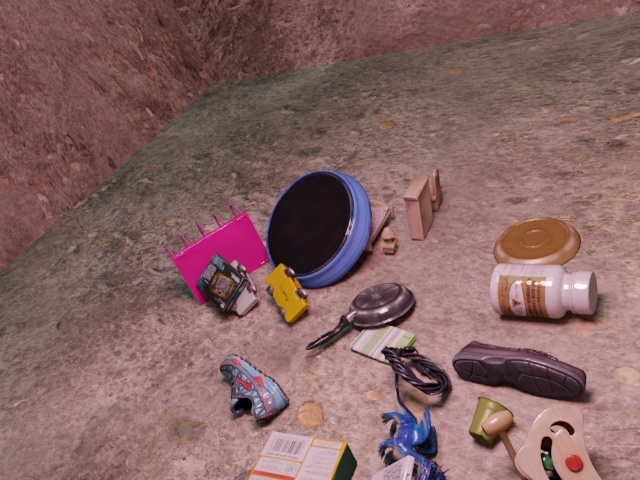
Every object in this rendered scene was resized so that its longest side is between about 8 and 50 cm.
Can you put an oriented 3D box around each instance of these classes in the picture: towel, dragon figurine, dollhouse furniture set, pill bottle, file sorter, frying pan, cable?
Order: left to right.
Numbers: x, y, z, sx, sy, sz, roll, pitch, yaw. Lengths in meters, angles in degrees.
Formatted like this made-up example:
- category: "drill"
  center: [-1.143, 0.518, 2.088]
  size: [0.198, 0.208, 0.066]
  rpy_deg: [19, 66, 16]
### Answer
- category: "file sorter"
  center: [-0.365, 0.036, 2.254]
  size: [0.291, 0.202, 0.182]
  rpy_deg: [-33, 30, -14]
- category: "frying pan"
  center: [0.105, 0.195, 1.826]
  size: [0.326, 0.053, 0.197]
  rpy_deg: [-18, 20, 6]
- category: "dollhouse furniture set"
  center: [0.179, -0.129, 2.104]
  size: [0.356, 0.173, 0.303]
  rpy_deg: [8, 42, 27]
- category: "towel"
  center: [0.165, 0.272, 1.723]
  size: [0.152, 0.023, 0.113]
  rpy_deg: [16, 51, 43]
- category: "dragon figurine"
  center: [0.208, 0.418, 1.412]
  size: [0.144, 0.085, 0.289]
  rpy_deg: [-10, 35, 21]
- category: "cable"
  center: [0.226, 0.300, 1.533]
  size: [0.047, 0.151, 0.184]
  rpy_deg: [-61, 31, 13]
- category: "pill bottle"
  center: [0.543, 0.123, 1.582]
  size: [0.229, 0.131, 0.131]
  rpy_deg: [0, 39, 34]

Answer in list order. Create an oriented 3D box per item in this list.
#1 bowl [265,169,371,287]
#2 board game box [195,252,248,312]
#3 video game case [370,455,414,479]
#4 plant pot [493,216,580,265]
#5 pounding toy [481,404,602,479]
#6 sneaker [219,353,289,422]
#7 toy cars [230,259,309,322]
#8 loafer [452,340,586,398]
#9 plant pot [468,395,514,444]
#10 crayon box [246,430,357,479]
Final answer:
- category: "bowl"
  center: [-0.018, -0.045, 2.067]
  size: [0.391, 0.077, 0.391]
  rpy_deg: [-17, 62, 34]
- category: "board game box"
  center: [-0.319, 0.134, 2.092]
  size: [0.186, 0.026, 0.126]
  rpy_deg: [35, 94, 44]
- category: "video game case"
  center: [0.129, 0.514, 1.282]
  size: [0.157, 0.019, 0.143]
  rpy_deg: [-53, 13, 48]
- category: "plant pot"
  center: [0.600, 0.004, 1.816]
  size: [0.236, 0.032, 0.236]
  rpy_deg: [-18, 32, 12]
- category: "pounding toy"
  center: [0.449, 0.406, 1.217]
  size: [0.154, 0.155, 0.269]
  rpy_deg: [-39, 64, -4]
- category: "sneaker"
  center: [-0.206, 0.391, 1.712]
  size: [0.125, 0.104, 0.262]
  rpy_deg: [-43, 36, -24]
- category: "toy cars"
  center: [-0.168, 0.163, 2.034]
  size: [0.394, 0.087, 0.176]
  rpy_deg: [3, 71, 40]
- category: "loafer"
  center: [0.446, 0.273, 1.456]
  size: [0.303, 0.109, 0.095]
  rpy_deg: [2, 36, 40]
- category: "plant pot"
  center: [0.355, 0.387, 1.378]
  size: [0.083, 0.083, 0.079]
  rpy_deg: [12, 59, 44]
- category: "crayon box"
  center: [-0.077, 0.571, 1.378]
  size: [0.203, 0.083, 0.323]
  rpy_deg: [-2, 37, 31]
